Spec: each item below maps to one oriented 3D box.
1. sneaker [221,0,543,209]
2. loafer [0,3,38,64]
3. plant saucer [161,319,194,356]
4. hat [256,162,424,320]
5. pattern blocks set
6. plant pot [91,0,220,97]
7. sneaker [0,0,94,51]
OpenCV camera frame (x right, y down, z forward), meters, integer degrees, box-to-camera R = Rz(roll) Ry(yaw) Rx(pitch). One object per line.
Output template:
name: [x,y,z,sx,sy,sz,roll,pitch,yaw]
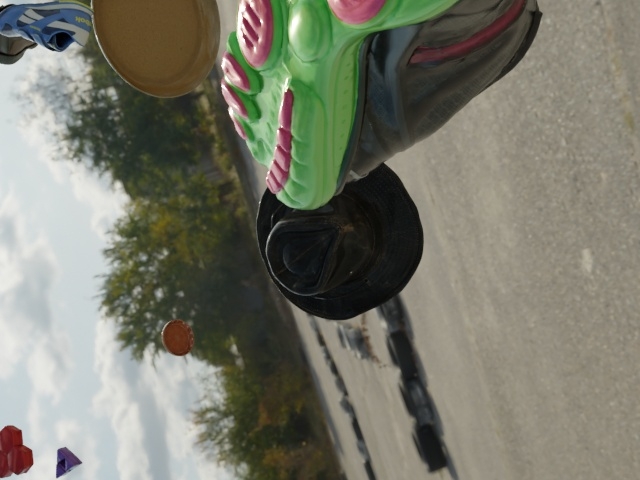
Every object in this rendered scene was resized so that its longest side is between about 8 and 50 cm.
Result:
sneaker: [0.060,-0.189,0.505,0.185,0.202,0.483,58,157,7]
loafer: [-0.611,-0.431,1.505,0.267,0.096,0.084,-106,37,-57]
plant saucer: [-0.321,0.219,1.687,0.013,0.083,0.083,-20,89,41]
hat: [0.000,0.000,1.286,0.134,0.331,0.331,-23,-85,-60]
pattern blocks set: [-0.418,0.465,1.121,0.026,0.285,0.325,10,-89,-59]
plant pot: [-0.252,-0.337,1.149,0.032,0.236,0.236,6,122,42]
sneaker: [-0.377,-0.287,1.019,0.053,0.144,0.059,5,-97,-74]
